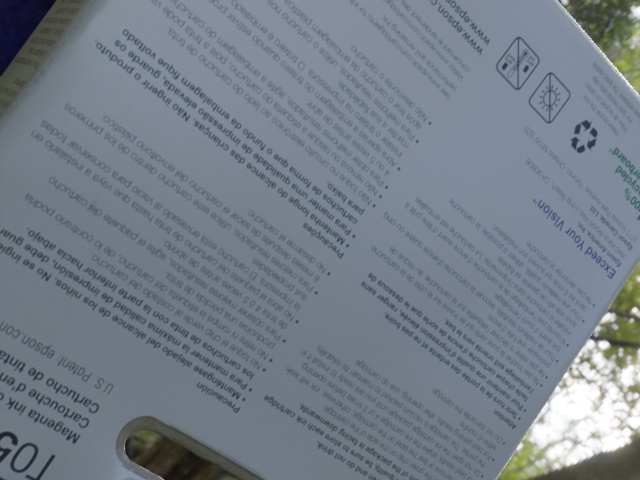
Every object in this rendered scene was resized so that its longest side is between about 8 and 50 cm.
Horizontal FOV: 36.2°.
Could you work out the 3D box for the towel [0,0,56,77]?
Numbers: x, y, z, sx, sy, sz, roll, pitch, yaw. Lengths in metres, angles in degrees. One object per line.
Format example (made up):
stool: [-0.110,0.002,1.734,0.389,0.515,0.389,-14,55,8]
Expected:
towel: [-0.045,-0.151,0.554,0.308,0.227,0.076,16,8,-21]

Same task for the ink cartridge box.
ink cartridge box: [0.000,0.000,0.473,0.324,0.330,0.071,39,-6,-31]
